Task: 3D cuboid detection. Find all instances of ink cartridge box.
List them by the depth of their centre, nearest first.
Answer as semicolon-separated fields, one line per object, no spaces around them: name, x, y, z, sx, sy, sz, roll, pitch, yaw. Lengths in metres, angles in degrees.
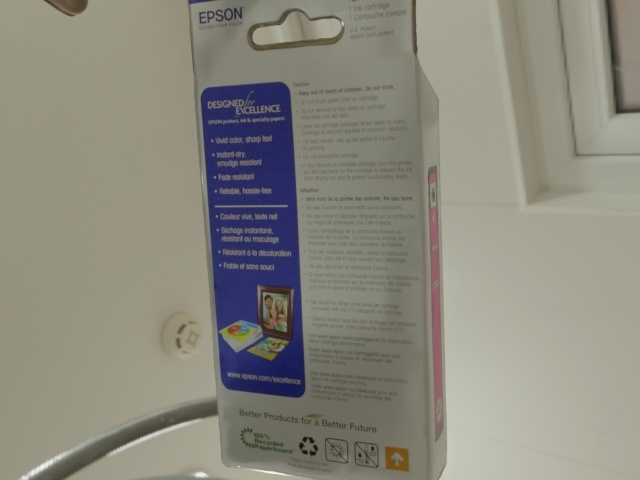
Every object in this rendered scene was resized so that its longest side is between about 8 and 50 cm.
ink cartridge box;0.000;0.000;0.541;0.069;0.175;0.371;-27;-64;-64

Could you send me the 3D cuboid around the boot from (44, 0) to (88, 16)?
boot;-0.145;-0.184;0.396;0.118;0.087;0.042;57;-134;-38
